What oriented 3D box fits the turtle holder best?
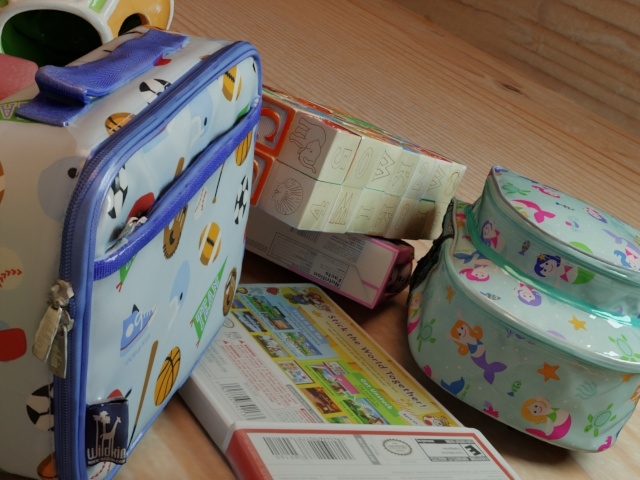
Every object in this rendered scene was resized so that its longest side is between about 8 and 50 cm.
[{"bbox_3d":[-0.338,-0.300,1.136,0.320,0.243,0.227,22,37,-22],"label":"turtle holder"}]

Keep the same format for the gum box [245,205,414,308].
[{"bbox_3d":[0.000,0.000,0.935,0.188,0.062,0.107,26,9,12],"label":"gum box"}]

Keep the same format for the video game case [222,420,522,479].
[{"bbox_3d":[0.085,0.199,0.527,0.204,0.025,0.285,9,24,-32],"label":"video game case"}]

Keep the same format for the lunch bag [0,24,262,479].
[{"bbox_3d":[-0.125,-0.005,0.592,0.114,0.243,0.303,15,29,7],"label":"lunch bag"}]

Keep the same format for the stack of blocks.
[{"bbox_3d":[0.000,-0.077,0.892,0.171,0.087,0.297,27,11,25],"label":"stack of blocks"}]

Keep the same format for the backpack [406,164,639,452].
[{"bbox_3d":[0.196,0.061,0.849,0.225,0.191,0.253,25,27,1],"label":"backpack"}]

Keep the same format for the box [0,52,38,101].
[{"bbox_3d":[-0.280,-0.044,0.698,0.126,0.149,0.232,11,25,-25],"label":"box"}]

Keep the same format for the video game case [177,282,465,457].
[{"bbox_3d":[-0.026,0.101,0.754,0.206,0.026,0.227,2,28,-39],"label":"video game case"}]
